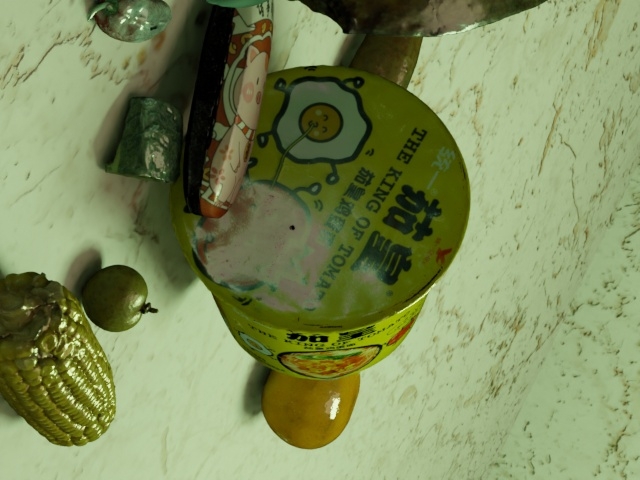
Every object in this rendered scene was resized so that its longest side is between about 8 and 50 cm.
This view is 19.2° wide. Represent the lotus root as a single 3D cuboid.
[{"bbox_3d":[0.119,-0.326,2.061,0.314,0.210,0.142,-22,129,-40],"label":"lotus root"}]

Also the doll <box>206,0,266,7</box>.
[{"bbox_3d":[-0.028,-0.338,1.849,0.260,0.161,0.177,-35,144,-46],"label":"doll"}]

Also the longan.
[{"bbox_3d":[-0.210,0.064,1.996,0.075,0.083,0.075,22,90,-82],"label":"longan"}]

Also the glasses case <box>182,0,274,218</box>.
[{"bbox_3d":[-0.095,-0.155,1.968,0.103,0.067,0.267,9,92,-83],"label":"glasses case"}]

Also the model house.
[{"bbox_3d":[-0.176,-0.103,1.935,0.078,0.066,0.083,9,89,-56],"label":"model house"}]

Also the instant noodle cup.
[{"bbox_3d":[0.000,0.000,2.132,0.326,0.325,0.254,-55,166,-20],"label":"instant noodle cup"}]

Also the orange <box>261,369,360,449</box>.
[{"bbox_3d":[-0.014,0.204,2.552,0.156,0.124,0.156,14,90,-81],"label":"orange"}]

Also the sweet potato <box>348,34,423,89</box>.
[{"bbox_3d":[0.062,-0.177,2.350,0.346,0.079,0.108,-66,171,15],"label":"sweet potato"}]

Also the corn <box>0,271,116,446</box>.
[{"bbox_3d":[-0.269,0.124,1.886,0.119,0.119,0.322,-56,158,-17],"label":"corn"}]

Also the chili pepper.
[{"bbox_3d":[-0.177,-0.214,1.816,0.050,0.041,0.153,-24,168,19],"label":"chili pepper"}]
